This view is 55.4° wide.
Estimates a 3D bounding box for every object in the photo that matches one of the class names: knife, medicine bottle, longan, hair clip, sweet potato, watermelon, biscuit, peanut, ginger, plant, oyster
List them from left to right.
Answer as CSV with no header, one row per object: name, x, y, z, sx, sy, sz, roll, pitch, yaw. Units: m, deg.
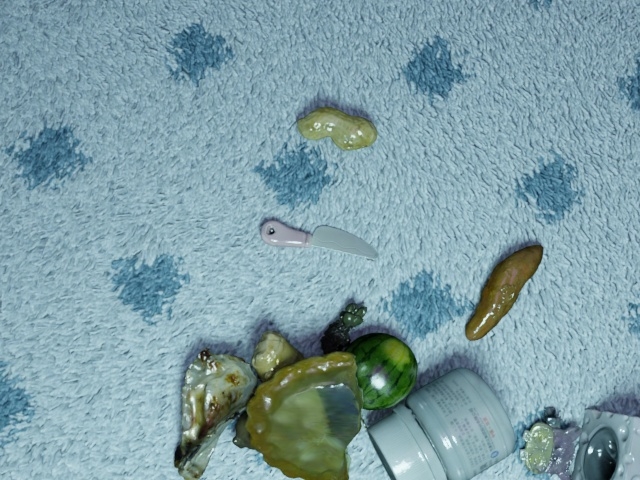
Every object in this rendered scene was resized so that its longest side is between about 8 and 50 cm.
oyster,-0.273,0.444,1.528,0.198,0.133,0.337,18,82,34
longan,-0.172,0.483,1.552,0.119,0.106,0.106,-35,83,-28
ginger,-0.067,0.391,1.559,0.126,0.190,0.354,-20,91,20
biscuit,-0.004,0.444,1.467,0.329,0.078,0.335,-33,100,3
knife,0.000,-0.003,1.705,0.336,0.043,0.081,10,72,-8
peanut,0.049,-0.318,1.733,0.229,0.098,0.103,16,51,2
plant,0.059,0.239,1.635,0.085,0.087,0.174,39,83,-26
watermelon,0.133,0.324,1.563,0.232,0.127,0.204,-34,46,-18
medicine bottle,0.294,0.484,1.514,0.306,0.245,0.245,-26,82,-8
sweet potato,0.505,0.124,1.675,0.095,0.106,0.354,31,75,37
hair clip,0.609,0.540,1.622,0.146,0.056,0.187,10,81,5

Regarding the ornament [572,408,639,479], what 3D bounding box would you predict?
ornament,0.810,0.581,1.532,0.240,0.240,0.239,18,78,-1
